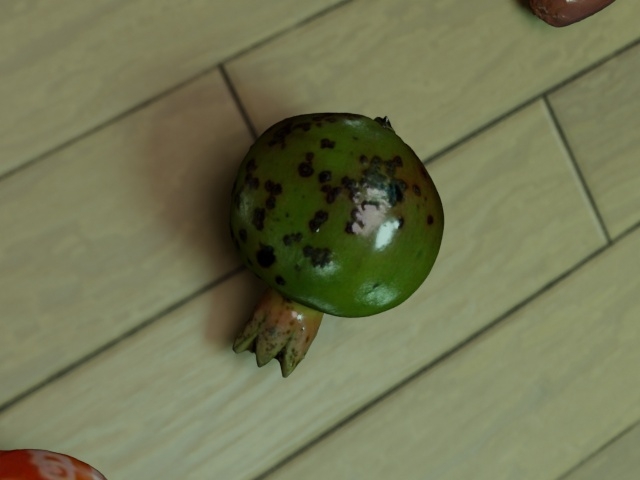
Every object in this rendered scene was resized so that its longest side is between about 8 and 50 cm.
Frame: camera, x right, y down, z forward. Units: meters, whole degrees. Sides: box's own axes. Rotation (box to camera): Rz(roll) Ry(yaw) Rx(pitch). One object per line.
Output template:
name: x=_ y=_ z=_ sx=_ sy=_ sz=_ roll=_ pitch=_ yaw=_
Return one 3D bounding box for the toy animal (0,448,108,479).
toy animal: x=-0.204 y=0.233 z=1.054 sx=0.171 sy=0.171 sz=0.197 roll=24 pitch=81 yaw=-23

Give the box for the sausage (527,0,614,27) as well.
sausage: x=0.213 y=-0.211 z=1.334 sx=0.094 sy=0.059 sz=0.054 roll=-29 pitch=106 yaw=-27

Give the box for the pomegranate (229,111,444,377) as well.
pomegranate: x=0.000 y=0.000 z=1.176 sx=0.159 sy=0.159 sz=0.205 roll=19 pitch=104 yaw=-24
